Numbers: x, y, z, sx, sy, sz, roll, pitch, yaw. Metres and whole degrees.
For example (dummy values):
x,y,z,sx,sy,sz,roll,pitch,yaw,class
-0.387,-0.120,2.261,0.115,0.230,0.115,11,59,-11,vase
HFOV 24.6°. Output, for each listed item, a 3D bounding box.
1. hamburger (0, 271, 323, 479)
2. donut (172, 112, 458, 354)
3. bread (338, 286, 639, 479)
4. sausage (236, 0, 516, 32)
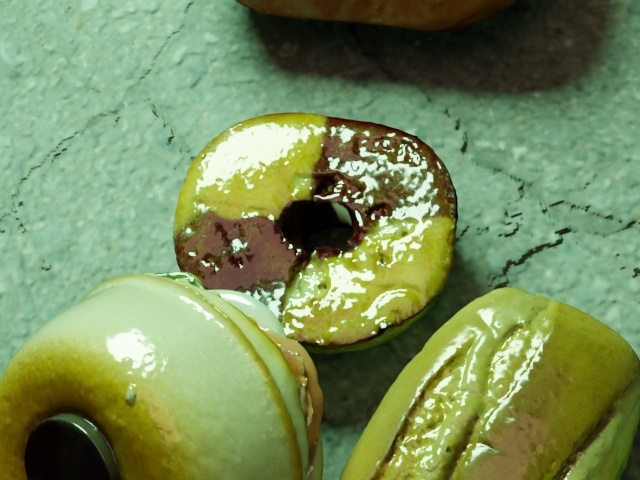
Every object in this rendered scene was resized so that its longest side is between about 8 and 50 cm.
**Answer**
x,y,z,sx,sy,sz,roll,pitch,yaw,class
-0.099,0.133,0.861,0.237,0.147,0.237,4,96,35,hamburger
0.000,0.000,0.953,0.184,0.073,0.166,-4,65,9,donut
0.091,0.142,0.854,0.140,0.106,0.236,27,75,19,bread
0.031,-0.226,1.001,0.268,0.153,0.141,4,45,13,sausage
